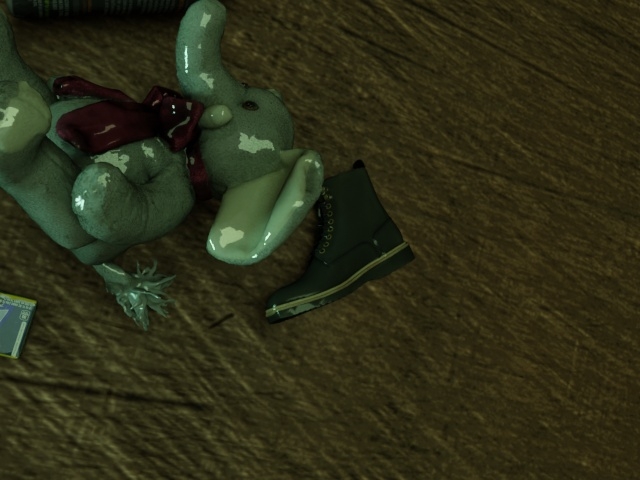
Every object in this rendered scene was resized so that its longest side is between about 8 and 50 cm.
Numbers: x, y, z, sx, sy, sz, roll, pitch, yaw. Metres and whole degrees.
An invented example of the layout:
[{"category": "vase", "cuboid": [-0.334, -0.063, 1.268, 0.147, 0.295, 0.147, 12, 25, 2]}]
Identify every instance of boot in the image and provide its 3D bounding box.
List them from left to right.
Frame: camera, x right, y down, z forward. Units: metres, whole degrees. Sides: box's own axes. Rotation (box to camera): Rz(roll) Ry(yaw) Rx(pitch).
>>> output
[{"category": "boot", "cuboid": [0.000, 0.000, 0.769, 0.198, 0.077, 0.137, -25, 89, -35]}]

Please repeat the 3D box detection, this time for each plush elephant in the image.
[{"category": "plush elephant", "cuboid": [-0.137, -0.094, 0.624, 0.255, 0.272, 0.330, -32, 126, -8]}]

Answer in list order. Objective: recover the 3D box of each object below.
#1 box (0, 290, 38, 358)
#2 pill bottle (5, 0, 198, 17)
[{"category": "box", "cuboid": [-0.356, 0.062, 0.627, 0.169, 0.054, 0.059, 18, 78, -18]}, {"category": "pill bottle", "cuboid": [-0.194, -0.296, 0.685, 0.246, 0.130, 0.130, -9, 88, -22]}]
